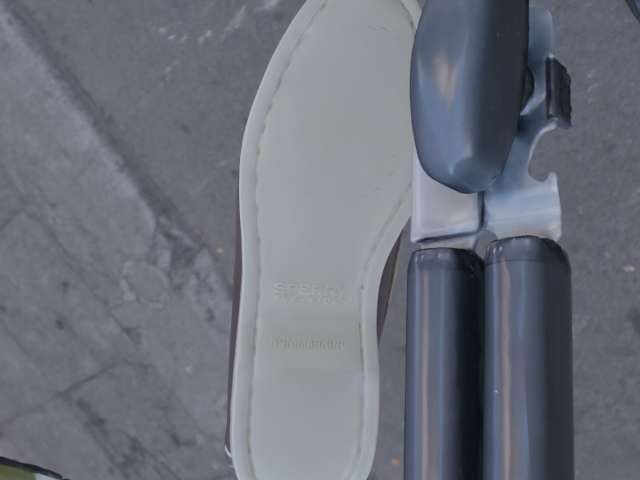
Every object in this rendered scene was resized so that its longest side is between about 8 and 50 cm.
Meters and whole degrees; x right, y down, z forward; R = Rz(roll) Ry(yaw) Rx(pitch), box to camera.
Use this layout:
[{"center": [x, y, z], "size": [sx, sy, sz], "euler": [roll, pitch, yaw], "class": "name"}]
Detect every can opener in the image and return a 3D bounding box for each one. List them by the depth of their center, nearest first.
[{"center": [0.061, 0.021, 0.397], "size": [0.074, 0.093, 0.281], "euler": [-9, 75, 39], "class": "can opener"}]

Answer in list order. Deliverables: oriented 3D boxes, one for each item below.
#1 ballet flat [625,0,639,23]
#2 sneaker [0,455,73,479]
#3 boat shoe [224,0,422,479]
[{"center": [0.255, -0.238, 0.728], "size": [0.095, 0.096, 0.280], "euler": [-36, 110, 11], "class": "ballet flat"}, {"center": [-0.236, 0.293, 0.680], "size": [0.158, 0.182, 0.410], "euler": [-1, 135, 12], "class": "sneaker"}, {"center": [0.000, 0.000, 0.591], "size": [0.116, 0.097, 0.325], "euler": [7, 89, -9], "class": "boat shoe"}]
